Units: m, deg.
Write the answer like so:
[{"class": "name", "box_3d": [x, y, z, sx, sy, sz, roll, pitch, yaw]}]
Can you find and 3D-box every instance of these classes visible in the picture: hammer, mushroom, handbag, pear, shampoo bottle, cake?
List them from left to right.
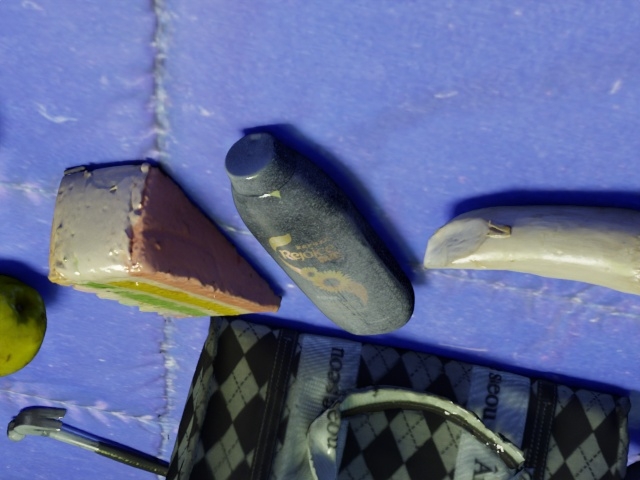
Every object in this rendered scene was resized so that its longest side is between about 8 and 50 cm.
[{"class": "pear", "box_3d": [-0.321, 0.083, 1.121, 0.131, 0.107, 0.107, -20, 138, 31]}, {"class": "hammer", "box_3d": [-0.269, 0.266, 1.491, 0.246, 0.029, 0.103, 24, 148, -23]}, {"class": "cake", "box_3d": [-0.132, 0.032, 0.984, 0.109, 0.090, 0.225, -9, 145, 26]}, {"class": "shampoo bottle", "box_3d": [0.000, 0.000, 0.916, 0.087, 0.049, 0.234, -7, 145, 26]}, {"class": "handbag", "box_3d": [0.061, 0.256, 1.065, 0.416, 0.317, 0.180, 10, 144, 2]}, {"class": "mushroom", "box_3d": [0.181, 0.008, 0.854, 0.209, 0.071, 0.084, 6, -178, 17]}]

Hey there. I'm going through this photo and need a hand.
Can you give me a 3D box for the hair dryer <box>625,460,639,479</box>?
[{"class": "hair dryer", "box_3d": [0.411, 0.177, 1.036, 0.301, 0.121, 0.361, -6, 141, 13]}]
